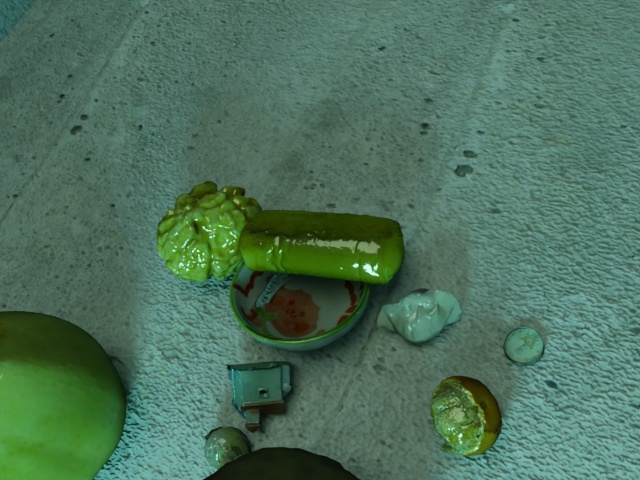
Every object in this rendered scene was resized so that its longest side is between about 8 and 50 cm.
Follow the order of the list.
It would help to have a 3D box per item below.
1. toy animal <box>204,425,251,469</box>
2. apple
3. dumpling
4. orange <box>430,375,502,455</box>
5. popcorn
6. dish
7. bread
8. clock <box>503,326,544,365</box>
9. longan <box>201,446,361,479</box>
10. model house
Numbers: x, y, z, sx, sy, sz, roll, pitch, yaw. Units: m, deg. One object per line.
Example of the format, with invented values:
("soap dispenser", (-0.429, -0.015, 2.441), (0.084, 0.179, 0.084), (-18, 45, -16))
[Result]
("toy animal", (-0.190, 0.454, 1.539), (0.098, 0.137, 0.098), (-48, 26, 32))
("apple", (-0.672, 0.368, 1.547), (0.473, 0.473, 0.474), (-8, 60, 14))
("dumpling", (0.213, 0.157, 1.529), (0.188, 0.127, 0.108), (-7, 54, 8))
("orange", (0.281, 0.348, 1.396), (0.156, 0.134, 0.157), (18, 44, -18))
("popcorn", (-0.274, -0.021, 1.742), (0.270, 0.224, 0.258), (-8, 33, 33))
("dish", (-0.038, 0.136, 1.622), (0.324, 0.124, 0.324), (-7, 46, 7))
("bread", (0.000, 0.000, 1.576), (0.383, 0.112, 0.166), (6, 49, 19))
("clock", (0.427, 0.222, 1.487), (0.085, 0.017, 0.085), (-8, 60, 14))
("longan", (-0.077, 0.566, 1.227), (0.404, 0.435, 0.404), (-16, 71, 56))
("model house", (-0.136, 0.346, 1.569), (0.148, 0.119, 0.149), (-1, 85, -7))
